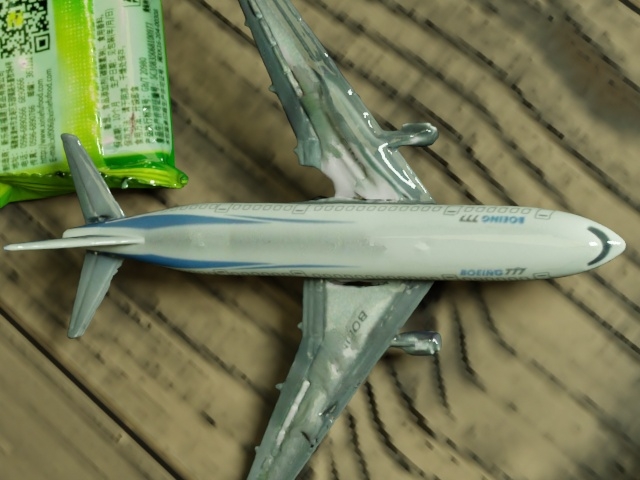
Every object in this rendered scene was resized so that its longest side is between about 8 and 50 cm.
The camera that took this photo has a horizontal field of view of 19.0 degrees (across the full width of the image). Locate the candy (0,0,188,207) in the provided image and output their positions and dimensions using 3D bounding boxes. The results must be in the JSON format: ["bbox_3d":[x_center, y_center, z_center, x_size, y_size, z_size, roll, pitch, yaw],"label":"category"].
[{"bbox_3d":[-0.106,-0.097,0.786,0.102,0.032,0.178,-9,76,15],"label":"candy"}]

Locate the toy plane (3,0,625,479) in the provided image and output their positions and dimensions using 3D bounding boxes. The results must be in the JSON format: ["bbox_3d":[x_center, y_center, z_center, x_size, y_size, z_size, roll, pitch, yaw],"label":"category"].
[{"bbox_3d":[-0.001,0.000,0.708,0.226,0.058,0.226,0,95,11],"label":"toy plane"}]
